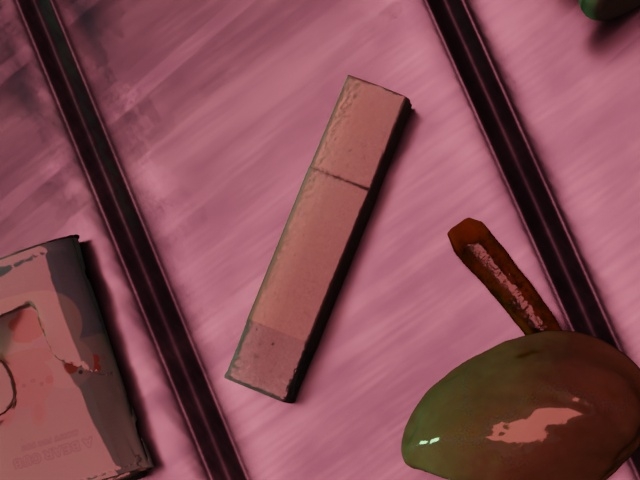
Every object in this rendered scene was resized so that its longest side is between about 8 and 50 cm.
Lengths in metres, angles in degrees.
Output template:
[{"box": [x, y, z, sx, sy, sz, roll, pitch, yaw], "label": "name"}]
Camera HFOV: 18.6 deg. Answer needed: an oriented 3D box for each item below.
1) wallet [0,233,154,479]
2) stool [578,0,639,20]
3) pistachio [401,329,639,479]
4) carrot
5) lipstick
[{"box": [-0.284, 0.138, 1.928, 0.176, 0.075, 0.250, -19, 81, 0], "label": "wallet"}, {"box": [0.266, -0.337, 1.836, 0.195, 0.195, 0.198, -42, 74, 3], "label": "stool"}, {"box": [0.192, 0.170, 1.815, 0.238, 0.138, 0.153, -21, 68, 11], "label": "pistachio"}, {"box": [0.185, 0.052, 1.878, 0.042, 0.042, 0.170, -37, 81, 3], "label": "carrot"}, {"box": [0.000, 0.000, 1.898, 0.068, 0.066, 0.317, 22, 87, 11], "label": "lipstick"}]
